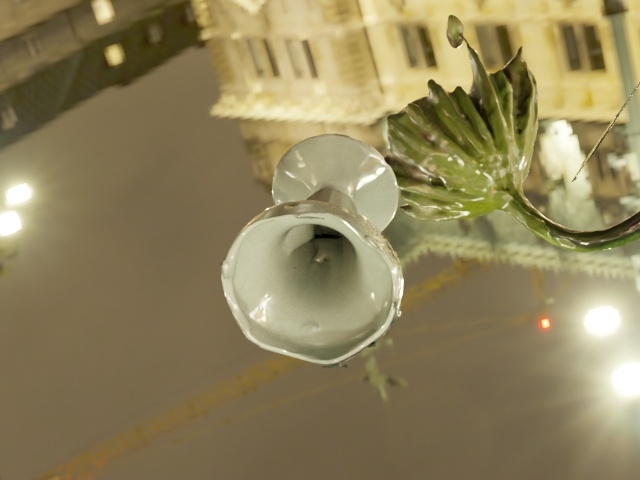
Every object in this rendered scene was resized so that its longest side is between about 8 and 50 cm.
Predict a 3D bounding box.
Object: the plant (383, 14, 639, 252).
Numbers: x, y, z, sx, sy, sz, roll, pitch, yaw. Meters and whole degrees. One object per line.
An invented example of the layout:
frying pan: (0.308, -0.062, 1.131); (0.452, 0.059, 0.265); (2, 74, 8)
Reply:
plant: (0.198, -0.070, 1.542); (0.251, 0.180, 0.333); (-54, -141, 23)

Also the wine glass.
wine glass: (0.000, 0.000, 1.247); (0.165, 0.165, 0.196); (-12, -152, 12)

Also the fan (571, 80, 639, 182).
fan: (0.390, -0.150, 1.809); (0.005, 0.175, 0.113); (33, -154, 6)
